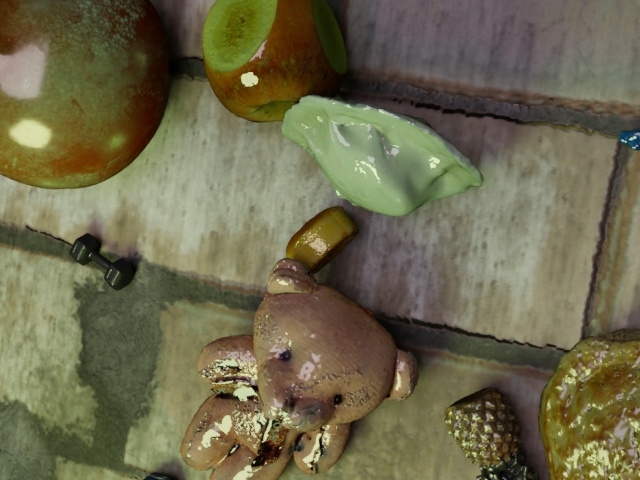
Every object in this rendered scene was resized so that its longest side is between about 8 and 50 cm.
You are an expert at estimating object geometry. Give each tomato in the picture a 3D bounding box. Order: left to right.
[{"bbox_3d":[-0.311,-0.194,1.170,0.270,0.222,0.270,2,95,23],"label":"tomato"}]

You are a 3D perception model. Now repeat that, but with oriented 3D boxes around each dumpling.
[{"bbox_3d":[0.055,-0.082,1.049,0.219,0.152,0.108,11,96,19],"label":"dumpling"}]

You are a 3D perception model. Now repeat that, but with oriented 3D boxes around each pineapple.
[{"bbox_3d":[0.187,0.230,1.045,0.074,0.074,0.159,-27,86,21],"label":"pineapple"}]

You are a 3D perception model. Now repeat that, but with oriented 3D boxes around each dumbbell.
[{"bbox_3d":[-0.266,0.026,1.252,0.083,0.040,0.036,34,133,20],"label":"dumbbell"}]

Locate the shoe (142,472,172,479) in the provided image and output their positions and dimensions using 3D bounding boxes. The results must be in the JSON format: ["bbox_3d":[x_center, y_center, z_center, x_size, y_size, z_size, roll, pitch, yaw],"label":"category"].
[{"bbox_3d":[-0.205,0.345,1.210,0.063,0.071,0.143,8,89,22],"label":"shoe"}]

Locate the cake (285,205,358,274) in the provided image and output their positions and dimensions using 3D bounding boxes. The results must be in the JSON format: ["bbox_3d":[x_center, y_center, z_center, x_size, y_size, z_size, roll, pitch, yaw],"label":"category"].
[{"bbox_3d":[0.000,0.000,1.113,0.084,0.084,0.044,-43,83,18],"label":"cake"}]

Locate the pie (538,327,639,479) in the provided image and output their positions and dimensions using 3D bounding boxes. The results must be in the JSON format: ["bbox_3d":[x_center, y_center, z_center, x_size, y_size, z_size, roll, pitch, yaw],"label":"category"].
[{"bbox_3d":[0.290,0.178,0.994,0.163,0.079,0.194,32,103,30],"label":"pie"}]

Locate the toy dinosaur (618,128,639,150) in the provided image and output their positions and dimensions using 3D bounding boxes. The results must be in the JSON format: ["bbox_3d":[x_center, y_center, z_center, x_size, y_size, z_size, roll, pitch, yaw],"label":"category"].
[{"bbox_3d":[0.443,-0.134,0.927,0.329,0.076,0.144,11,101,25],"label":"toy dinosaur"}]

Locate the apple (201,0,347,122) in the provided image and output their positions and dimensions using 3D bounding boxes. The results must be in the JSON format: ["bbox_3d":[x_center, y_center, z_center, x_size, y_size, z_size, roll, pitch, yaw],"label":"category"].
[{"bbox_3d":[-0.054,-0.205,1.089,0.146,0.163,0.147,-12,81,22],"label":"apple"}]

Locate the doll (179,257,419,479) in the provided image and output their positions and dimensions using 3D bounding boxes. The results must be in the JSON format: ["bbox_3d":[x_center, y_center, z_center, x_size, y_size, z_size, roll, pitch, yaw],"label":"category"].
[{"bbox_3d":[-0.050,0.182,1.097,0.201,0.156,0.303,39,111,-2],"label":"doll"}]
